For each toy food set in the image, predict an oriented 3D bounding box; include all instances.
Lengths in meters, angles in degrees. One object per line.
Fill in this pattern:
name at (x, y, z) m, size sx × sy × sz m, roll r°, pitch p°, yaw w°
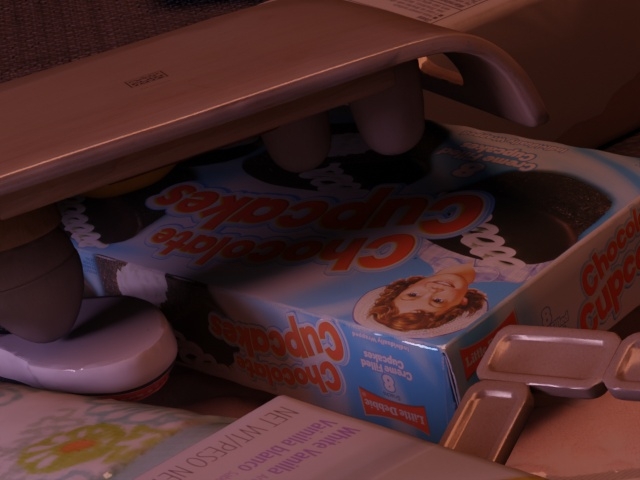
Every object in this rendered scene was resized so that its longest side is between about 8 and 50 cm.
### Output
toy food set at (-0.071, -0.035, 0.941) m, size 0.306 × 0.092 × 0.220 m, roll -19°, pitch 16°, yaw -12°

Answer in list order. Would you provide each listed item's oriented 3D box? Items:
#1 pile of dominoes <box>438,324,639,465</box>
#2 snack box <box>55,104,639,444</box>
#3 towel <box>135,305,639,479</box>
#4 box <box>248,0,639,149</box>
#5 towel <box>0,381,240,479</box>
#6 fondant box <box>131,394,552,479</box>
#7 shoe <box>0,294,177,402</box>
pile of dominoes at (0.133, 0.120, 0.674) m, size 0.251 × 0.040 × 0.196 m, roll 2°, pitch 48°, yaw 40°
snack box at (0.000, 0.000, 0.986) m, size 0.322 × 0.060 × 0.187 m, roll 13°, pitch 36°, yaw 41°
towel at (0.066, 0.094, 0.905) m, size 0.332 × 0.053 × 0.317 m, roll -6°, pitch 26°, yaw 4°
box at (0.119, -0.126, 1.246) m, size 0.311 × 0.121 × 0.148 m, roll -25°, pitch 31°, yaw -29°
towel at (-0.226, 0.163, 0.746) m, size 0.320 × 0.090 × 0.374 m, roll 7°, pitch 32°, yaw 46°
fondant box at (0.022, 0.161, 0.521) m, size 0.238 × 0.096 × 0.330 m, roll -28°, pitch 28°, yaw -36°
shoe at (-0.120, 0.075, 0.932) m, size 0.178 × 0.081 × 0.063 m, roll -1°, pitch 28°, yaw 45°
